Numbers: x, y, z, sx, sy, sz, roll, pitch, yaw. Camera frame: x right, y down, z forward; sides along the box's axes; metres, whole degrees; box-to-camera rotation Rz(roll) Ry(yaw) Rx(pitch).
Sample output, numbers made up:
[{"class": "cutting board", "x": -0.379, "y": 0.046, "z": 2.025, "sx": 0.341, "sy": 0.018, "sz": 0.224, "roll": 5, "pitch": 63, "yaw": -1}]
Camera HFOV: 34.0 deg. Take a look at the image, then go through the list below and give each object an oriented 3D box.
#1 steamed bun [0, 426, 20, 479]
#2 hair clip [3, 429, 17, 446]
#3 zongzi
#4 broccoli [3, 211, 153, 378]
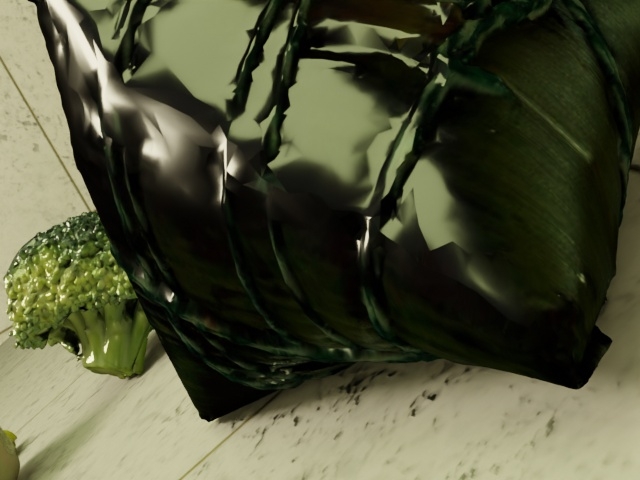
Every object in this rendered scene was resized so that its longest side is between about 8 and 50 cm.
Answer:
[{"class": "steamed bun", "x": -0.415, "y": 0.238, "z": 1.007, "sx": 0.239, "sy": 0.170, "sz": 0.152, "roll": -27, "pitch": 39, "yaw": -19}, {"class": "hair clip", "x": -0.400, "y": 0.271, "z": 1.172, "sx": 0.072, "sy": 0.046, "sz": 0.173, "roll": -29, "pitch": 15, "yaw": 34}, {"class": "zongzi", "x": 0.000, "y": 0.000, "z": 0.600, "sx": 0.383, "sy": 0.362, "sz": 0.319, "roll": 11, "pitch": 39, "yaw": 25}, {"class": "broccoli", "x": -0.220, "y": 0.054, "z": 1.102, "sx": 0.198, "sy": 0.226, "sz": 0.176, "roll": 14, "pitch": -87, "yaw": -65}]
